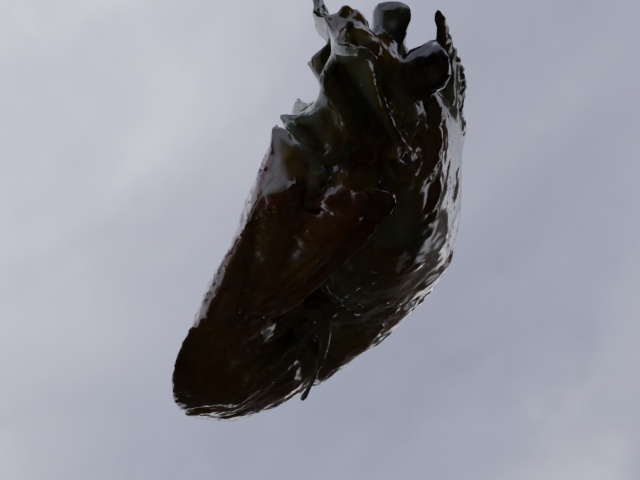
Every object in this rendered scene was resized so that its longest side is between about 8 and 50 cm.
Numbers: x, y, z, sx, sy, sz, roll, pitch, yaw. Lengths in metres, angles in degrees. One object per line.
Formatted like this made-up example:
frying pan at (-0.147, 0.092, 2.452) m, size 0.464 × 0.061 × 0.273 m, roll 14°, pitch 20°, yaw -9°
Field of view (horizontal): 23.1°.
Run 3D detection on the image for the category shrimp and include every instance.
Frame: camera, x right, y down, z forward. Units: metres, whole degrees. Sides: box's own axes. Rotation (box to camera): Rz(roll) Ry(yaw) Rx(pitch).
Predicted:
shrimp at (0.001, 0.002, 0.498) m, size 0.115 × 0.051 × 0.217 m, roll -41°, pitch -18°, yaw -24°
